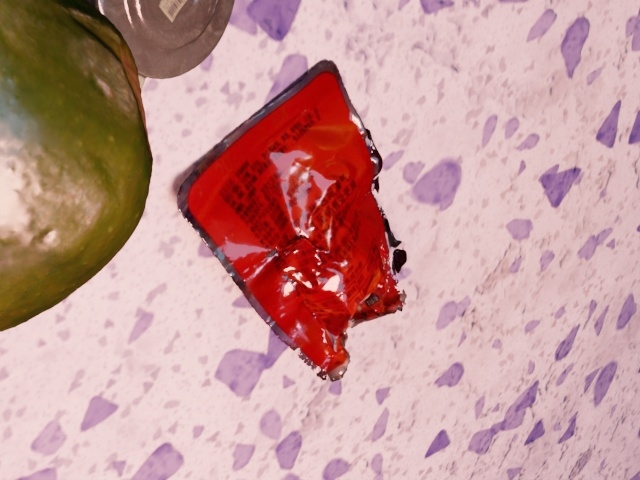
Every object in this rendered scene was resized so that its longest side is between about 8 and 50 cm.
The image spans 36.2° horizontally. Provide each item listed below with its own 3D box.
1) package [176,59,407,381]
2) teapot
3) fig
[{"bbox_3d":[0.000,0.000,0.861,0.194,0.071,0.269,-52,138,-30],"label":"package"},{"bbox_3d":[-0.123,-0.148,0.614,0.111,0.108,0.149,-24,128,-42],"label":"teapot"},{"bbox_3d":[-0.182,-0.066,0.475,0.195,0.195,0.245,-44,159,-17],"label":"fig"}]
